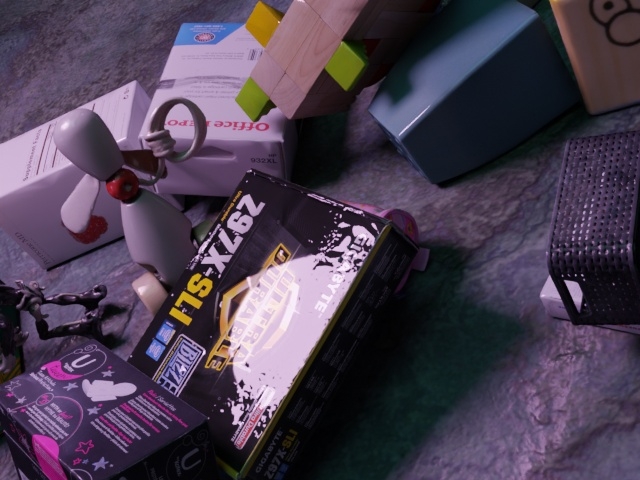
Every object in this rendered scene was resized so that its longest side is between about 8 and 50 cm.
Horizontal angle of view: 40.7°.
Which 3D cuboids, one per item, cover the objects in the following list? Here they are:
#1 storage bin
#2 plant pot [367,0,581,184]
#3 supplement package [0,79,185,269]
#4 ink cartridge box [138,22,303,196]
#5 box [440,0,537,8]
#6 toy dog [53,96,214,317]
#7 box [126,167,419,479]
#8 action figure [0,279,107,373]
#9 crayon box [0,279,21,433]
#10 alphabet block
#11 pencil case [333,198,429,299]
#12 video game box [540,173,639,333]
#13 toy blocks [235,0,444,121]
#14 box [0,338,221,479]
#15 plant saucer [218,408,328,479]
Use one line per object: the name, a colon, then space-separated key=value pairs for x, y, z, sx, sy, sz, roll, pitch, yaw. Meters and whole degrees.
storage bin: x=0.299 y=-0.013 z=0.886 sx=0.084 sy=0.122 sz=0.180 roll=-4 pitch=49 yaw=33
plant pot: x=0.198 y=-0.204 z=1.200 sx=0.234 sy=0.165 sz=0.166 roll=-41 pitch=39 yaw=3
supplement package: x=-0.399 y=-0.109 z=1.490 sx=0.292 sy=0.177 sz=0.175 roll=-22 pitch=41 yaw=15
ink cartridge box: x=-0.144 y=-0.219 z=1.416 sx=0.223 sy=0.129 sz=0.308 roll=3 pitch=47 yaw=7
box: x=0.276 y=-0.402 z=1.392 sx=0.275 sy=0.094 sz=0.113 roll=-48 pitch=42 yaw=-16
toy dog: x=-0.261 y=-0.044 z=1.265 sx=0.220 sy=0.334 sz=0.161 roll=-19 pitch=17 yaw=-21
box: x=-0.070 y=0.091 z=1.020 sx=0.257 sy=0.079 sz=0.322 roll=24 pitch=79 yaw=45
action figure: x=-0.456 y=0.109 z=1.257 sx=0.141 sy=0.275 sz=0.164 roll=-56 pitch=39 yaw=32
crayon box: x=-0.652 y=0.244 z=1.363 sx=0.362 sy=0.106 sz=0.313 roll=-33 pitch=40 yaw=2
alphabet block: x=0.410 y=-0.316 z=1.132 sx=0.192 sy=0.197 sz=0.193 roll=-15 pitch=43 yaw=21
pencil case: x=0.000 y=0.000 z=1.161 sx=0.284 sy=0.124 sz=0.124 roll=9 pitch=55 yaw=39
video game box: x=0.369 y=0.009 z=0.949 sx=0.187 sy=0.048 sz=0.205 roll=9 pitch=56 yaw=43
toy blocks: x=0.075 y=-0.323 z=1.248 sx=0.191 sy=0.261 sz=0.381 roll=49 pitch=126 yaw=16
box: x=-0.229 y=0.241 z=0.943 sx=0.142 sy=0.163 sz=0.247 roll=-26 pitch=31 yaw=-33
plant saucer: x=-0.109 y=0.189 z=1.098 sx=0.317 sy=0.044 sz=0.318 roll=-19 pitch=42 yaw=18
